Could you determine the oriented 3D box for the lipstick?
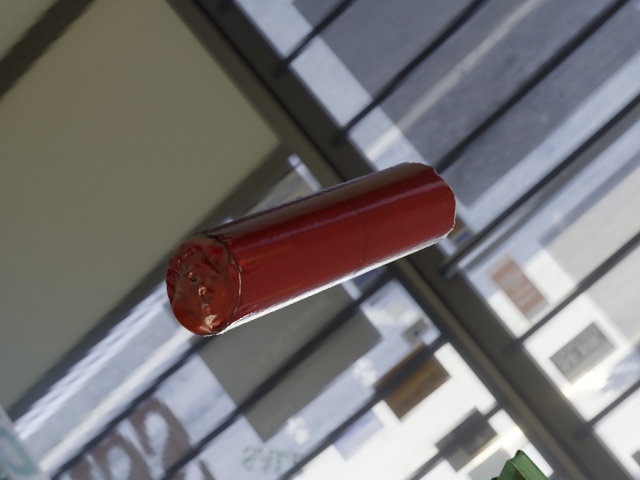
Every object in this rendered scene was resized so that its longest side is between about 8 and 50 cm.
[{"bbox_3d":[0.001,-0.001,0.974,0.280,0.073,0.073,-20,155,-53],"label":"lipstick"}]

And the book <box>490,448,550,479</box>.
[{"bbox_3d":[0.150,0.207,0.941,0.017,0.103,0.135,-32,157,-22],"label":"book"}]
